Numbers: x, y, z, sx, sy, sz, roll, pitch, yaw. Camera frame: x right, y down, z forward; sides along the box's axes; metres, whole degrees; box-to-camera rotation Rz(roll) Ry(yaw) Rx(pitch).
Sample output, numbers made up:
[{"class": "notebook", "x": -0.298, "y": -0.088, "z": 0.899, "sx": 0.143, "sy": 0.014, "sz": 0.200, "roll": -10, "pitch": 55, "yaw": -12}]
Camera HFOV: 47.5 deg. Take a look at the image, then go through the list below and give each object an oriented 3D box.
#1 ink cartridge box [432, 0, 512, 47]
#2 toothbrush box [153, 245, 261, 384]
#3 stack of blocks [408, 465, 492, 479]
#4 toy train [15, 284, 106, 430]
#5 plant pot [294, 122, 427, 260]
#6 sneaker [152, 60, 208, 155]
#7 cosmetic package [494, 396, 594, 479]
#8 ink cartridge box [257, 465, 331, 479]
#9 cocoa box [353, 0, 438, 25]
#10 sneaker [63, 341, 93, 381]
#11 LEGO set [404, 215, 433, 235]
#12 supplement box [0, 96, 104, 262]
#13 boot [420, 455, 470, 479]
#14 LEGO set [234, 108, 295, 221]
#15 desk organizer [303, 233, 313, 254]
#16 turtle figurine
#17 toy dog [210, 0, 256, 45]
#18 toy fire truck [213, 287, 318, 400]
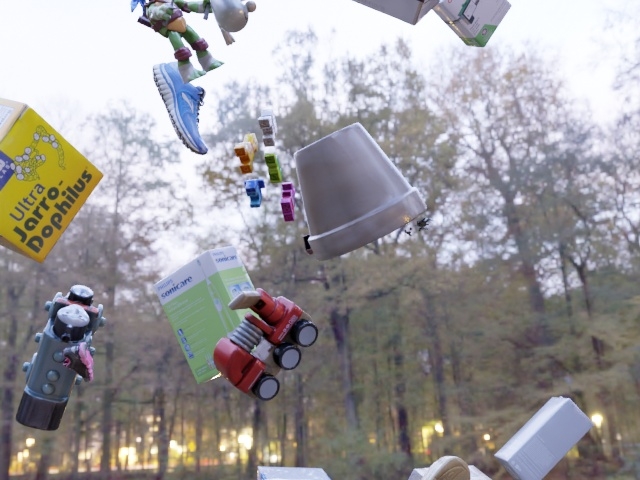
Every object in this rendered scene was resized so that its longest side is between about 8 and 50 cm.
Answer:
[{"class": "ink cartridge box", "x": 0.439, "y": -0.706, "z": 2.163, "sx": 0.219, "sy": 0.160, "sz": 0.092, "roll": 32, "pitch": 1, "yaw": -34}, {"class": "toothbrush box", "x": -0.263, "y": 0.187, "z": 1.841, "sx": 0.206, "sy": 0.283, "sz": 0.122, "roll": -31, "pitch": -8, "yaw": 27}, {"class": "stack of blocks", "x": 0.295, "y": 0.644, "z": 1.756, "sx": 0.087, "sy": 0.171, "sz": 0.297, "roll": 31, "pitch": 7, "yaw": 41}, {"class": "toy train", "x": -0.594, "y": 0.269, "z": 1.660, "sx": 0.142, "sy": 0.334, "sz": 0.190, "roll": 20, "pitch": 19, "yaw": -17}, {"class": "plant pot", "x": 0.075, "y": -0.140, "z": 1.892, "sx": 0.323, "sy": 0.281, "sz": 0.323, "roll": -26, "pitch": 4, "yaw": 2}, {"class": "sneaker", "x": -0.433, "y": -0.441, "z": 2.400, "sx": 0.147, "sy": 0.330, "sz": 0.130, "roll": -22, "pitch": 7, "yaw": -12}, {"class": "cosmetic package", "x": 0.582, "y": 0.524, "z": 1.905, "sx": 0.238, "sy": 0.107, "sz": 0.127, "roll": -39, "pitch": -6, "yaw": -7}, {"class": "ink cartridge box", "x": -0.070, "y": 0.673, "z": 1.730, "sx": 0.168, "sy": 0.233, "sz": 0.171, "roll": 5, "pitch": -7, "yaw": -10}, {"class": "cocoa box", "x": 0.134, "y": -0.700, "z": 1.712, "sx": 0.347, "sy": 0.231, "sz": 0.228, "roll": 25, "pitch": -51, "yaw": 9}, {"class": "sneaker", "x": -0.521, "y": 0.265, "z": 1.565, "sx": 0.057, "sy": 0.047, "sz": 0.119, "roll": -10, "pitch": -46, "yaw": -11}, {"class": "LEGO set", "x": 0.260, "y": -0.042, "z": 1.924, "sx": 0.083, "sy": 0.024, "sz": 0.054, "roll": -18, "pitch": -33, "yaw": 12}, {"class": "supplement box", "x": -0.594, "y": -0.127, "z": 1.274, "sx": 0.356, "sy": 0.194, "sz": 0.195, "roll": 17, "pitch": -21, "yaw": 36}, {"class": "boot", "x": 0.142, "y": 0.483, "z": 1.298, "sx": 0.095, "sy": 0.262, "sz": 0.203, "roll": 36, "pitch": -13, "yaw": -18}, {"class": "LEGO set", "x": -0.107, "y": -0.149, "z": 1.354, "sx": 0.086, "sy": 0.093, "sz": 0.227, "roll": -5, "pitch": -50, "yaw": 8}, {"class": "desk organizer", "x": 0.000, "y": 0.000, "z": 2.393, "sx": 0.130, "sy": 0.047, "sz": 0.050, "roll": -19, "pitch": -48, "yaw": 37}, {"class": "turtle figurine", "x": -0.323, "y": -0.551, "z": 1.823, "sx": 0.274, "sy": 0.266, "sz": 0.198, "roll": -24, "pitch": 18, "yaw": 6}, {"class": "toy dog", "x": -0.207, "y": -0.633, "z": 1.663, "sx": 0.160, "sy": 0.334, "sz": 0.220, "roll": -23, "pitch": 1, "yaw": -1}, {"class": "toy fire truck", "x": -0.146, "y": 0.197, "z": 1.535, "sx": 0.246, "sy": 0.217, "sz": 0.158, "roll": 43, "pitch": -11, "yaw": -33}]
